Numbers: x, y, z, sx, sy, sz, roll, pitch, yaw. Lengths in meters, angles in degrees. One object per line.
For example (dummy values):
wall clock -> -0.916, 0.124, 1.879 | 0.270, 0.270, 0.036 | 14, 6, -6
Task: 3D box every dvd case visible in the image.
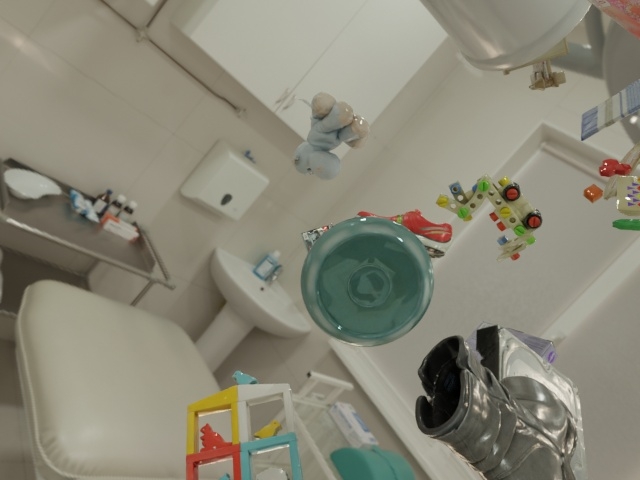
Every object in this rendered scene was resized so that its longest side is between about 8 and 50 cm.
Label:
dvd case -> 0.000, 0.000, 1.674 | 0.013, 0.120, 0.087 | -25, -96, 64

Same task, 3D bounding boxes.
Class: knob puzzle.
knob puzzle -> 0.913, -0.202, 1.476 | 0.030, 0.213, 0.213 | 29, 5, 12

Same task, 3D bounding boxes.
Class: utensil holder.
utensil holder -> 0.335, -0.603, 1.024 | 0.386, 0.327, 0.327 | 28, 14, -35

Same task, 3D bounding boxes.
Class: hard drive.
hard drive -> 0.455, 0.359, 1.058 | 0.339, 0.064, 0.236 | 37, 49, -26

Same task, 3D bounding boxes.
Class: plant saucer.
plant saucer -> 0.112, 0.103, 1.150 | 0.318, 0.317, 0.043 | 40, 6, -6

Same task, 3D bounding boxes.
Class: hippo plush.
hippo plush -> -0.007, -0.333, 1.628 | 0.294, 0.236, 0.234 | 28, -8, 25

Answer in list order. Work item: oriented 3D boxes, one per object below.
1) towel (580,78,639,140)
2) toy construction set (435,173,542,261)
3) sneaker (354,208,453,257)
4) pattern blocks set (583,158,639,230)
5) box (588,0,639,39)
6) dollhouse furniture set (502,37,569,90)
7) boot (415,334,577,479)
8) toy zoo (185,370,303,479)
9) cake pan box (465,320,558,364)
towel -> 0.976, -0.436, 1.579 | 0.034, 0.285, 0.209 | 47, 43, -10
toy construction set -> 0.527, -0.068, 1.484 | 0.327, 0.215, 0.151 | 45, 27, -13
sneaker -> 0.233, -0.038, 1.377 | 0.279, 0.118, 0.107 | 19, -19, 23
pattern blocks set -> 0.831, -0.114, 1.253 | 0.286, 0.325, 0.026 | 12, -48, 33
box -> 0.467, -0.251, 0.517 | 0.300, 0.142, 0.154 | 25, 13, -17
dollhouse furniture set -> 0.617, -0.609, 1.534 | 0.355, 0.174, 0.302 | -60, 135, -71
boot -> 0.232, 0.211, 0.658 | 0.222, 0.118, 0.338 | 51, 17, 0
toy zoo -> -0.132, 0.362, 0.841 | 0.030, 0.193, 0.293 | 77, 0, -49
cake pan box -> 0.511, 0.366, 1.456 | 0.267, 0.246, 0.070 | 10, -44, 59
